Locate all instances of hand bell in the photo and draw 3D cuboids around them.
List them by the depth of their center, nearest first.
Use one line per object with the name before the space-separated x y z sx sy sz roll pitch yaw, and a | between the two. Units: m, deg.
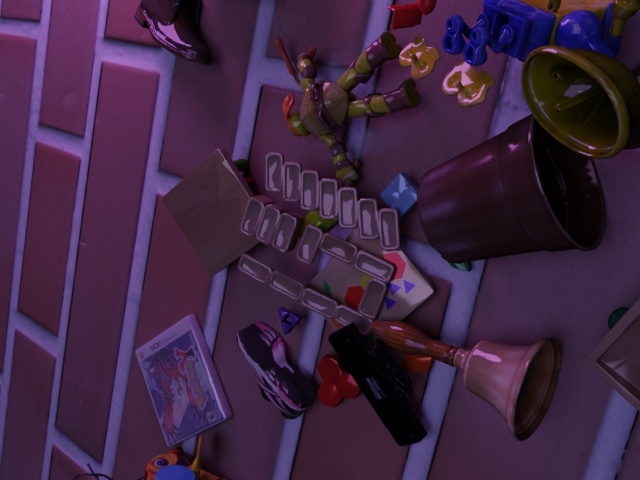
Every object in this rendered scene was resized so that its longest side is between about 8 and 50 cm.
hand bell | 0.165 0.145 0.784 0.242 0.126 0.126 17 103 40

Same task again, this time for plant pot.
plant pot | 0.213 -0.050 0.711 0.165 0.167 0.167 -20 81 42

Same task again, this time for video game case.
video game case | -0.263 0.266 1.152 0.183 0.023 0.201 -33 74 33

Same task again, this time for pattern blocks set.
pattern blocks set | 0.065 0.072 0.895 0.325 0.026 0.285 -37 76 30

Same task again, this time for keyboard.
keyboard | 0.093 0.198 0.863 0.192 0.038 0.100 56 144 2

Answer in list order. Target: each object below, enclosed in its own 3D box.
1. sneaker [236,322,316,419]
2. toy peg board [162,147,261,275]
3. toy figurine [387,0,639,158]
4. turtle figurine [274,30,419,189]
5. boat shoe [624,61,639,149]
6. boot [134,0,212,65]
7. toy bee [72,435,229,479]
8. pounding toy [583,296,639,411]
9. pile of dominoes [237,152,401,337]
sneaker | -0.085 0.218 0.994 0.178 0.072 0.077 52 136 31
toy peg board | -0.157 -0.052 1.038 0.161 0.079 0.161 -33 89 33
toy figurine | 0.252 -0.242 0.627 0.362 0.217 0.191 -130 31 -48
turtle figurine | 0.020 -0.210 0.880 0.217 0.087 0.270 -23 79 35
boat shoe | 0.394 -0.200 0.623 0.257 0.095 0.095 -40 36 33
boot | -0.248 -0.395 1.070 0.219 0.082 0.106 43 118 28
toy bee | -0.254 0.428 1.096 0.298 0.162 0.195 33 104 4
pounding toy | 0.368 0.100 0.651 0.141 0.100 0.130 46 131 28
pile of dominoes | 0.000 0.000 0.903 0.251 0.040 0.196 26 108 18
